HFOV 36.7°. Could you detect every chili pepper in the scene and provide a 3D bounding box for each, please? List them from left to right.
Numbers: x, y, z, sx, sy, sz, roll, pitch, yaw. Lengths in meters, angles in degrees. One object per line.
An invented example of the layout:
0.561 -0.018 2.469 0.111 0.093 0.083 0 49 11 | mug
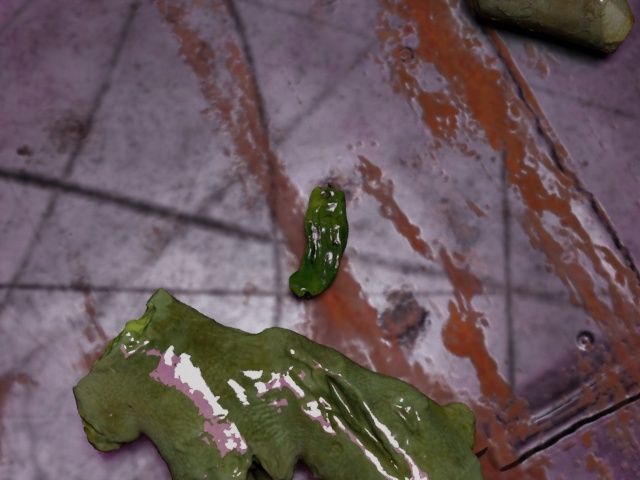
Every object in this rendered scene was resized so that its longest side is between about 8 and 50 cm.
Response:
0.001 0.001 0.698 0.030 0.034 0.091 4 71 30 | chili pepper

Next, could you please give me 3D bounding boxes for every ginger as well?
-0.019 0.131 0.629 0.290 0.089 0.137 17 54 -5 | ginger

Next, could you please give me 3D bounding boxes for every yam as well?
0.177 -0.195 0.749 0.147 0.069 0.069 15 73 0 | yam
